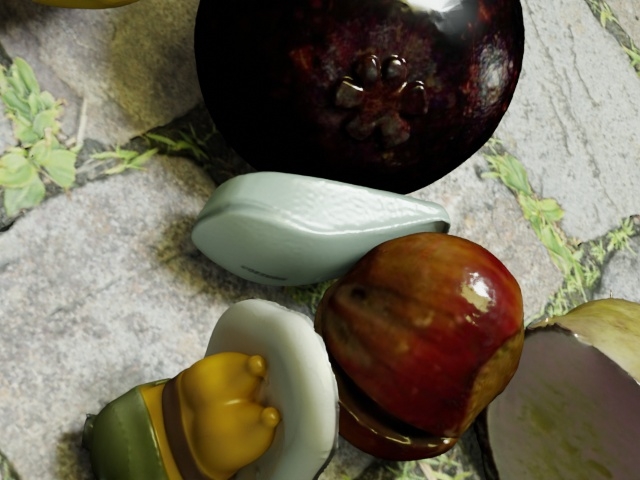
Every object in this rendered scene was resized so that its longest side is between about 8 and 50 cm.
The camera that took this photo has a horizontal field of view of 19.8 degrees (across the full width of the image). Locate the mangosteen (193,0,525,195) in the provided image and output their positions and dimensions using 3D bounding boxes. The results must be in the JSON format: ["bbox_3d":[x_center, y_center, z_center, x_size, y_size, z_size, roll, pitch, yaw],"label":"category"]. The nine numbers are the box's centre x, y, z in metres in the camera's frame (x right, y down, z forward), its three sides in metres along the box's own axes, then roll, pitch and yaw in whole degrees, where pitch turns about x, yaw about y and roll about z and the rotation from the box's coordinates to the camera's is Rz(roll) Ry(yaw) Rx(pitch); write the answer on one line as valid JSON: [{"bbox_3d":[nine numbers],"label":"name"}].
[{"bbox_3d":[0.023,-0.176,1.634,0.297,0.313,0.297,-4,98,-26],"label":"mangosteen"}]

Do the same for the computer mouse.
[{"bbox_3d":[0.000,0.000,1.576,0.231,0.128,0.079,7,71,-23],"label":"computer mouse"}]

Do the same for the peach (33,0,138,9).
[{"bbox_3d":[-0.232,-0.342,1.497,0.308,0.289,0.289,24,47,-3],"label":"peach"}]

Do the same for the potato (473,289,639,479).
[{"bbox_3d":[0.286,0.154,1.689,0.266,0.229,0.229,-24,80,-52],"label":"potato"}]

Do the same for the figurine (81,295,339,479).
[{"bbox_3d":[-0.095,0.132,1.364,0.141,0.250,0.166,-8,71,-24],"label":"figurine"}]

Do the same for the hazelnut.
[{"bbox_3d":[0.082,0.083,1.551,0.178,0.204,0.178,17,44,-17],"label":"hazelnut"}]
